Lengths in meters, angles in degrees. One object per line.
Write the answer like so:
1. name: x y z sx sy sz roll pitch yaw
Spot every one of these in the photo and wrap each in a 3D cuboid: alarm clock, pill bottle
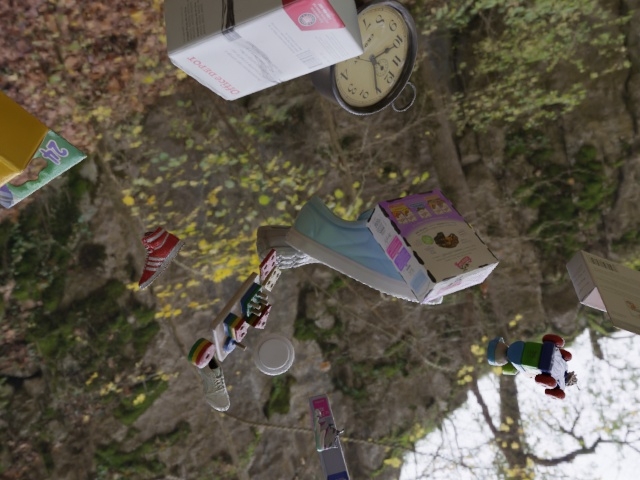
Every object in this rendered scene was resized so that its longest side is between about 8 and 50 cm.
1. alarm clock: 0.058 -0.208 0.683 0.192 0.129 0.064 30 -175 -46
2. pill bottle: -0.137 0.331 1.697 0.118 0.117 0.215 -14 170 -8

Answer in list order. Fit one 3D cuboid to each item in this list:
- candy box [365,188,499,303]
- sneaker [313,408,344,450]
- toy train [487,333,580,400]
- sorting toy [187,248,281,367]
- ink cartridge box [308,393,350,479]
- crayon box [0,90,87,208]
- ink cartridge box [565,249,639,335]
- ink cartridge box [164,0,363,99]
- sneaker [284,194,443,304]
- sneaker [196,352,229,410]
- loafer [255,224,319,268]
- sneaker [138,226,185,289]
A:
1. candy box: 0.208 0.005 1.098 0.165 0.196 0.070 -14 147 -31
2. sneaker: 0.020 0.439 1.359 0.069 0.098 0.038 -6 147 -3
3. toy train: 0.460 0.279 1.253 0.144 0.105 0.248 4 155 36
4. sorting toy: -0.133 0.141 1.067 0.046 0.132 0.274 26 -124 15
5. ink cartridge box: 0.031 0.596 1.573 0.065 0.185 0.311 -13 -130 -8
6. crayon box: -0.468 -0.135 0.661 0.203 0.323 0.083 -21 -137 33
7. ink cartridge box: 0.681 0.152 1.232 0.275 0.060 0.238 19 -142 -9
8. ink cartridge box: -0.051 -0.196 0.536 0.151 0.063 0.109 -13 166 20
9. sneaker: 0.114 0.015 1.252 0.366 0.150 0.135 24 -174 -3
10. sneaker: -0.260 0.342 1.423 0.054 0.152 0.061 -14 161 -42
11. loafer: 0.000 0.000 1.431 0.320 0.111 0.112 -1 151 -21
12. sneaker: -0.300 0.028 1.028 0.118 0.067 0.042 -48 -167 10
